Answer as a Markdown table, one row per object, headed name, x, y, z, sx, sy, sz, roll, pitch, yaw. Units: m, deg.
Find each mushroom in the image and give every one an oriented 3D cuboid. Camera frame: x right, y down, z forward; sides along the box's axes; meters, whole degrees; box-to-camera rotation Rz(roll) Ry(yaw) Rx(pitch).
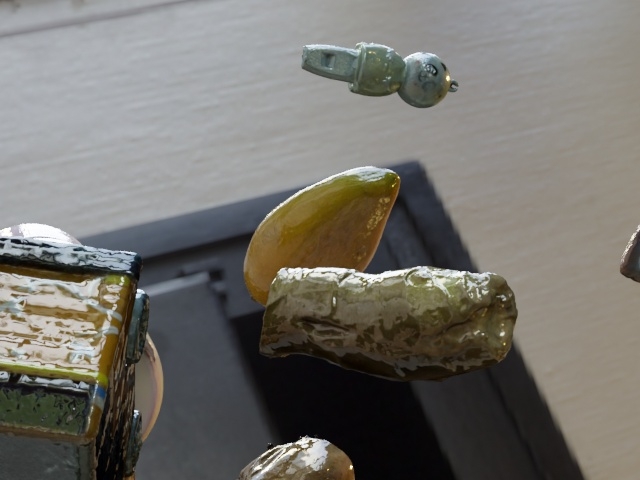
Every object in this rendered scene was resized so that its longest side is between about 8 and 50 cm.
| name | x | y | z | sx | sy | sz | roll | pitch | yaw |
| --- | --- | --- | --- | --- | --- | --- | --- | --- | --- |
| mushroom | -0.071 | 0.350 | 1.592 | 0.156 | 0.151 | 0.285 | 36 | -55 | 10 |

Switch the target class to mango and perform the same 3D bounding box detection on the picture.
| name | x | y | z | sx | sy | sz | roll | pitch | yaw |
| --- | --- | --- | --- | --- | --- | --- | --- | --- | --- |
| mango | 0.000 | 0.000 | 2.008 | 0.317 | 0.176 | 0.119 | -47 | -137 | 38 |

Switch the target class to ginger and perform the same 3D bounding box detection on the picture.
| name | x | y | z | sx | sy | sz | roll | pitch | yaw |
| --- | --- | --- | --- | --- | --- | --- | --- | --- | --- |
| ginger | 0.066 | 0.081 | 1.385 | 0.263 | 0.116 | 0.109 | 1 | -105 | 28 |

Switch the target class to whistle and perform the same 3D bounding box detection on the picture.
| name | x | y | z | sx | sy | sz | roll | pitch | yaw |
| --- | --- | --- | --- | --- | --- | --- | --- | --- | --- |
| whistle | 0.037 | -0.103 | 0.875 | 0.035 | 0.100 | 0.035 | -170 | -90 | -78 |

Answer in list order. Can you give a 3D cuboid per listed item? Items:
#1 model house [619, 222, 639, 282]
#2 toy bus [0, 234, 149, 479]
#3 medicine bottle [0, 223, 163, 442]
| name | x | y | z | sx | sy | sz | roll | pitch | yaw |
| --- | --- | --- | --- | --- | --- | --- | --- | --- | --- |
| model house | 0.482 | 0.011 | 1.472 | 0.329 | 0.295 | 0.251 | 30 | -81 | 61 |
| toy bus | -0.227 | 0.167 | 1.118 | 0.194 | 0.162 | 0.323 | -83 | -179 | -46 |
| medicine bottle | -0.321 | 0.118 | 1.675 | 0.379 | 0.213 | 0.213 | -139 | -140 | -65 |
